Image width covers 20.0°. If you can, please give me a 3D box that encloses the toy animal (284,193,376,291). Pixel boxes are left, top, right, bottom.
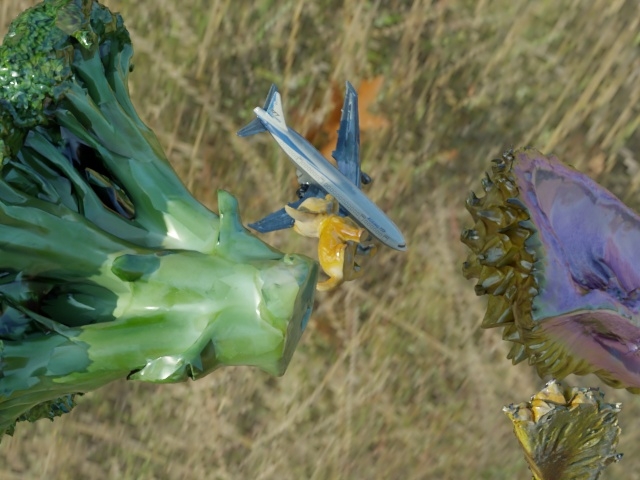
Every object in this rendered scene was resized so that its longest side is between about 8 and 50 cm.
[{"bbox_3d":[0.000,0.000,1.493,0.083,0.060,0.081,27,75,30],"label":"toy animal"}]

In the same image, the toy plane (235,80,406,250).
[{"bbox_3d":[0.007,-0.065,1.882,0.226,0.058,0.226,49,53,-22],"label":"toy plane"}]

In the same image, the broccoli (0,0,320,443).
[{"bbox_3d":[-0.129,0.001,1.021,0.269,0.269,0.254,37,18,7],"label":"broccoli"}]

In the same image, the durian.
[{"bbox_3d":[0.198,0.041,1.347,0.341,0.112,0.191,20,31,-48],"label":"durian"}]

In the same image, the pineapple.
[{"bbox_3d":[0.103,0.081,0.747,0.045,0.083,0.019,-32,51,-6],"label":"pineapple"}]
